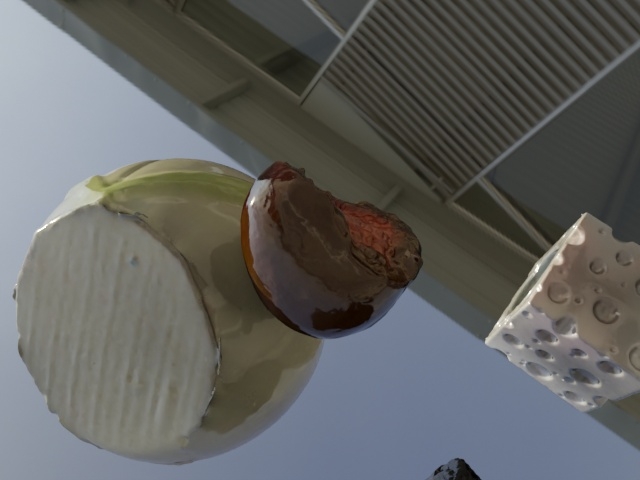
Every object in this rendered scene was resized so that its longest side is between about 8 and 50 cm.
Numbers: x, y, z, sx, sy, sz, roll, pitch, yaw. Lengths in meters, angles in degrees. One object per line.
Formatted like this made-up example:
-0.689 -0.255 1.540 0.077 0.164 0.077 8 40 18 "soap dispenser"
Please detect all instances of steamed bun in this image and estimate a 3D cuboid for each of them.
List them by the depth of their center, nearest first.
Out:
-0.123 0.058 0.614 0.309 0.309 0.309 17 -127 -24 "steamed bun"

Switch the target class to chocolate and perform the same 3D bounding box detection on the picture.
0.000 0.000 0.435 0.133 0.124 0.127 42 -111 -15 "chocolate"

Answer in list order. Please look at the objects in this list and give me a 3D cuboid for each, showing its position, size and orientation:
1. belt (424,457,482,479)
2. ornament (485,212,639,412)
0.066 0.325 0.462 0.289 0.184 0.164 -41 -100 -19 "belt"
0.506 0.144 1.130 0.240 0.239 0.240 36 -114 12 "ornament"
